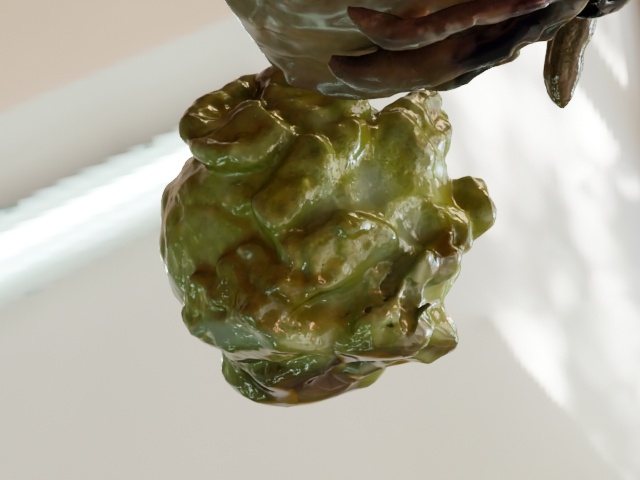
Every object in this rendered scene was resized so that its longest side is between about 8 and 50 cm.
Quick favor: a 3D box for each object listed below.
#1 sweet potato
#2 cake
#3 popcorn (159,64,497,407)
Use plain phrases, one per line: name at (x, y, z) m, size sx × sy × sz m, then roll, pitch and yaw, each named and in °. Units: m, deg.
sweet potato at (0.245, -0.220, 1.748) m, size 0.054 × 0.182 × 0.053 m, roll -1°, pitch -178°, yaw -18°
cake at (0.081, -0.246, 1.258) m, size 0.321 × 0.332 × 0.332 m, roll 42°, pitch -138°, yaw 16°
popcorn at (0.004, -0.018, 1.549) m, size 0.312 × 0.312 × 0.312 m, roll -10°, pitch -161°, yaw 3°
